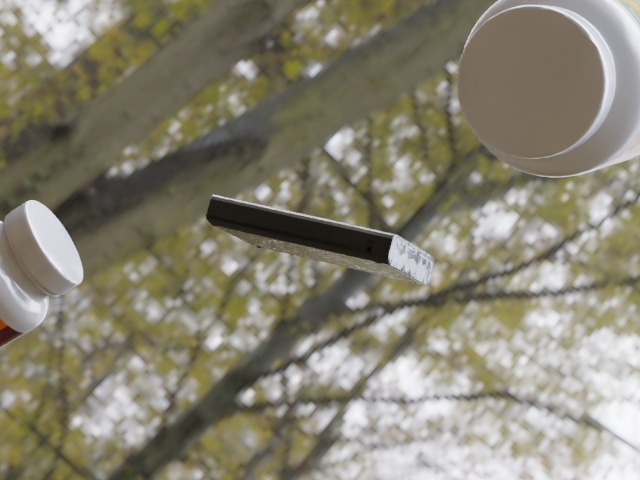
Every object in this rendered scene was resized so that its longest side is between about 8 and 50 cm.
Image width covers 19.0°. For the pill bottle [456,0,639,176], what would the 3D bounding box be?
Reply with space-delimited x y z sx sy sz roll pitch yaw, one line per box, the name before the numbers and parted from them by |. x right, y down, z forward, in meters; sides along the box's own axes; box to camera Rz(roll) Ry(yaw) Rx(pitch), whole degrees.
pill bottle | 0.177 -0.115 1.361 0.136 0.246 0.136 2 -84 19

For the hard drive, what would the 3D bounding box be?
hard drive | 0.000 0.000 1.304 0.135 0.022 0.094 12 -6 22

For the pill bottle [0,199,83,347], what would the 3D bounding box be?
pill bottle | -0.238 0.038 1.273 0.152 0.086 0.086 -31 -73 11
